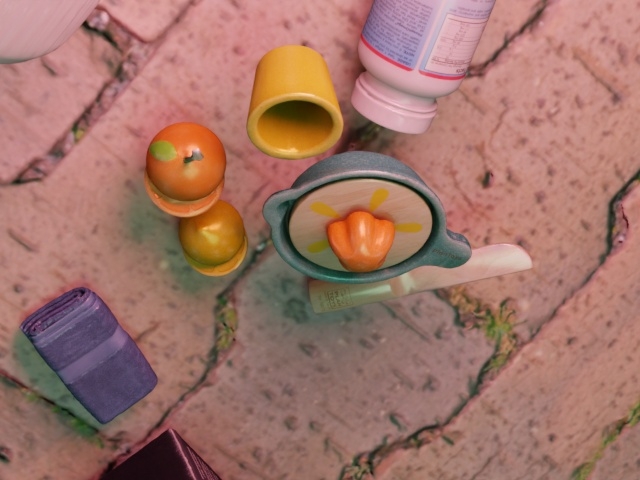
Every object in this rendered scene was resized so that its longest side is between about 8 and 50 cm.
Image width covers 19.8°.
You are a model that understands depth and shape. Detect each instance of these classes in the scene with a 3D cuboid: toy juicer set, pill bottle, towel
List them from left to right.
[{"bbox_3d":[-0.184,0.091,1.471,0.067,0.029,0.119,-33,127,-1],"label":"towel"},{"bbox_3d":[0.000,0.000,1.418,0.209,0.089,0.329,-26,136,25],"label":"toy juicer set"},{"bbox_3d":[0.080,-0.166,1.384,0.087,0.087,0.160,9,117,-28],"label":"pill bottle"}]

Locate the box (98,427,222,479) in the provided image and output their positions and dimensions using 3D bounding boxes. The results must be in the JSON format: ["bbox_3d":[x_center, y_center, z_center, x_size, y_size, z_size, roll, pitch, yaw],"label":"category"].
[{"bbox_3d":[-0.158,0.394,1.580,0.343,0.179,0.312,-36,129,2],"label":"box"}]

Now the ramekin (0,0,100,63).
[{"bbox_3d":[-0.223,-0.205,1.160,0.207,0.207,0.109,18,121,-32],"label":"ramekin"}]
